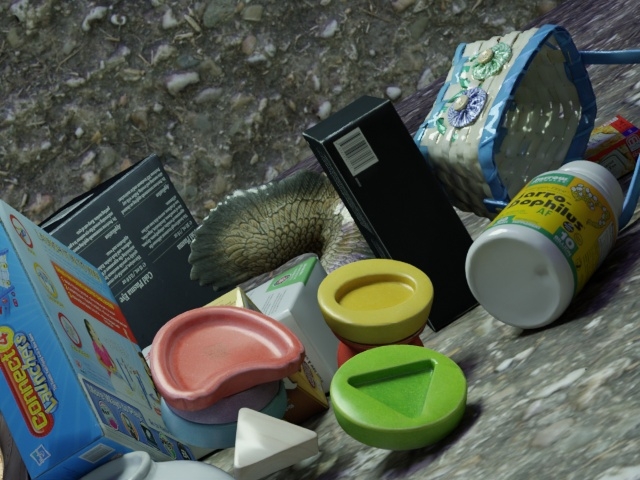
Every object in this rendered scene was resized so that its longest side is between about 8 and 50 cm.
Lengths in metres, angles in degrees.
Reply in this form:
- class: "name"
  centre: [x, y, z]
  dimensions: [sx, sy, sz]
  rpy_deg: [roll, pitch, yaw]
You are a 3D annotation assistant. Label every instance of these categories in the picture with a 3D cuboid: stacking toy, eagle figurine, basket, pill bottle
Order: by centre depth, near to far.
- class: "stacking toy"
  centre: [-0.003, 0.166, 1.542]
  dimensions: [0.309, 0.130, 0.279]
  rpy_deg: [-14, 35, -14]
- class: "pill bottle"
  centre: [0.247, -0.004, 1.636]
  dimensions: [0.117, 0.117, 0.208]
  rpy_deg: [-23, 12, 40]
- class: "basket"
  centre: [0.271, -0.127, 1.852]
  dimensions: [0.289, 0.201, 0.255]
  rpy_deg: [9, 60, 32]
- class: "eagle figurine"
  centre: [0.001, 0.011, 2.141]
  dimensions: [0.226, 0.225, 0.298]
  rpy_deg: [-5, 15, 46]

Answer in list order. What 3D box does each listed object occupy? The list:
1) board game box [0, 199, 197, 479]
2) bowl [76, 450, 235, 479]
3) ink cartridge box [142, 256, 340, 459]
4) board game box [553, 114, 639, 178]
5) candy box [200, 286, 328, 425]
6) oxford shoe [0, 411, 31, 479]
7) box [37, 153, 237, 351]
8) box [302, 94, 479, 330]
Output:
- class: "board game box"
  centre: [-0.268, 0.132, 1.647]
  dimensions: [0.086, 0.302, 0.308]
  rpy_deg: [-32, -24, 4]
- class: "bowl"
  centre: [-0.188, 0.293, 1.445]
  dimensions: [0.298, 0.134, 0.298]
  rpy_deg: [-31, 10, 6]
- class: "ink cartridge box"
  centre: [-0.107, 0.157, 1.900]
  dimensions: [0.278, 0.117, 0.201]
  rpy_deg: [-29, 11, 17]
- class: "board game box"
  centre: [0.330, -0.089, 2.014]
  dimensions: [0.193, 0.045, 0.147]
  rpy_deg: [-31, 10, 6]
- class: "candy box"
  centre: [-0.083, 0.145, 1.709]
  dimensions: [0.109, 0.187, 0.053]
  rpy_deg: [-30, 42, 11]
- class: "oxford shoe"
  centre: [-0.308, 0.224, 1.770]
  dimensions: [0.133, 0.130, 0.364]
  rpy_deg: [-46, 38, 34]
- class: "box"
  centre: [-0.290, 0.097, 2.190]
  dimensions: [0.179, 0.312, 0.343]
  rpy_deg: [-26, 11, 30]
- class: "box"
  centre: [0.093, -0.038, 1.847]
  dimensions: [0.103, 0.261, 0.184]
  rpy_deg: [-32, 10, -5]
